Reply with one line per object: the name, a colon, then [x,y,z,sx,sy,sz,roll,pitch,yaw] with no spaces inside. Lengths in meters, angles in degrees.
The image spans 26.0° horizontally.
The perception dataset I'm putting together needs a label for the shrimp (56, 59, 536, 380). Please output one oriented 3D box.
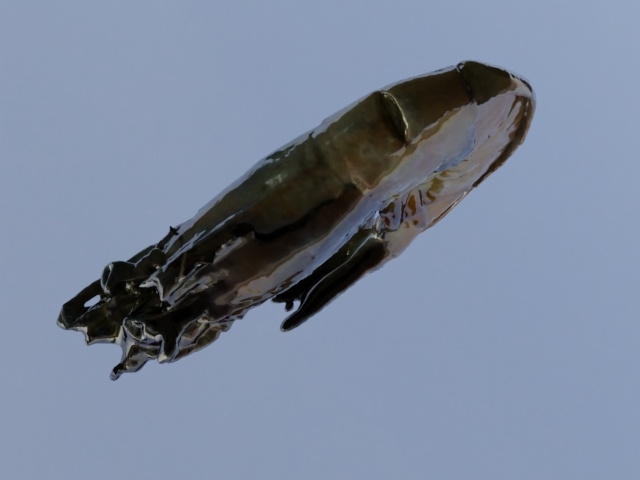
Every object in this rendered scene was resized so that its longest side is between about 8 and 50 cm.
shrimp: [-0.004,-0.007,0.801,0.289,0.178,0.075,-38,-113,0]
